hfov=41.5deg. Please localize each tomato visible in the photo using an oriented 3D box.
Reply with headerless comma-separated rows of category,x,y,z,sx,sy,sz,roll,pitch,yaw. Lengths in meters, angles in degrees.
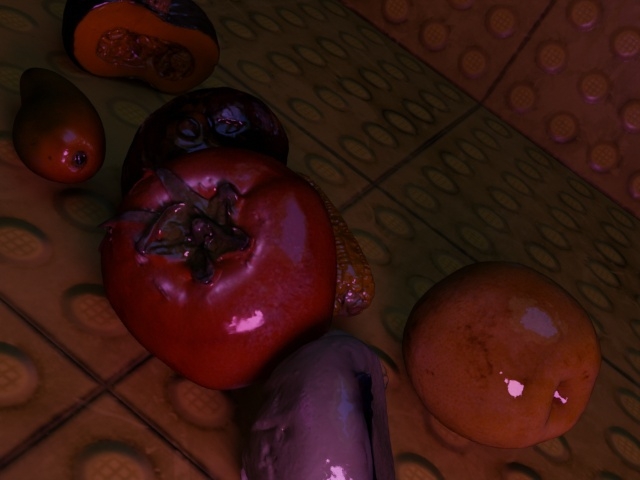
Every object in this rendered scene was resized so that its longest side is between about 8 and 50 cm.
tomato,-0.135,0.047,1.195,0.341,0.273,0.341,-4,59,8

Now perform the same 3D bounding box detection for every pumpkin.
pumpkin,-0.376,-0.467,1.741,0.325,0.242,0.232,11,45,-41

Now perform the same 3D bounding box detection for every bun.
bun,-0.008,0.267,1.069,0.187,0.293,0.293,-4,30,10

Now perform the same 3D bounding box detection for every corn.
corn,0.000,0.000,1.541,0.120,0.120,0.363,10,36,-35

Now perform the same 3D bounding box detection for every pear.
pear,0.289,0.184,1.376,0.314,0.314,0.314,24,31,-16

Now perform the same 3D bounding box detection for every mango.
mango,-0.429,-0.188,1.393,0.146,0.129,0.289,8,34,-21

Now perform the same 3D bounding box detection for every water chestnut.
water chestnut,-0.189,-0.123,1.412,0.289,0.289,0.244,9,8,-35

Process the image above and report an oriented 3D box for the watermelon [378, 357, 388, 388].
watermelon,0.052,0.213,1.336,0.105,0.062,0.105,21,40,-19
